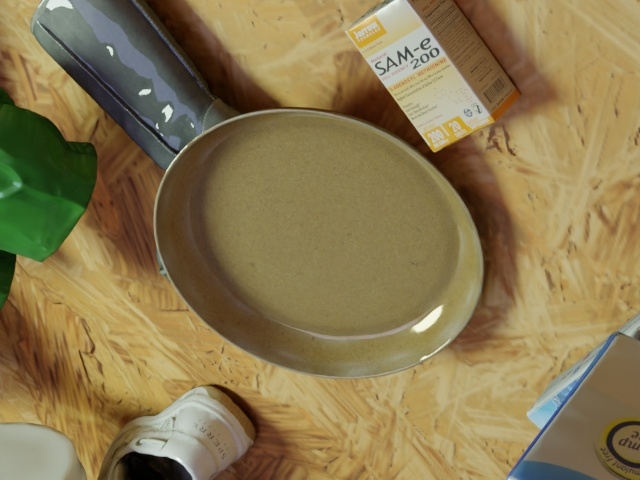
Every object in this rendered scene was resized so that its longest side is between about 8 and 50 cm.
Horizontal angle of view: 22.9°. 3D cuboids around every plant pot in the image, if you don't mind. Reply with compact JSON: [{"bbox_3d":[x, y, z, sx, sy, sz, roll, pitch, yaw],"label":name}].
[{"bbox_3d":[0.000,0.000,1.110,0.236,0.032,0.236,8,128,11],"label":"plant pot"}]

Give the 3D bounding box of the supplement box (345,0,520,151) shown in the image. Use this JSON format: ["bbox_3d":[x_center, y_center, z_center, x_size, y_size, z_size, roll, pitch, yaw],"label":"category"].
[{"bbox_3d":[0.070,-0.111,0.990,0.098,0.036,0.062,52,141,-10],"label":"supplement box"}]

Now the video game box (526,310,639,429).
[{"bbox_3d":[0.263,0.136,1.035,0.205,0.048,0.187,43,141,2],"label":"video game box"}]

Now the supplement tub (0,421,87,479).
[{"bbox_3d":[-0.282,0.349,1.439,0.228,0.228,0.316,9,119,37],"label":"supplement tub"}]

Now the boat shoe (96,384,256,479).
[{"bbox_3d":[-0.161,0.220,1.462,0.098,0.096,0.277,44,143,0],"label":"boat shoe"}]

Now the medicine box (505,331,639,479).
[{"bbox_3d":[0.247,0.246,0.993,0.263,0.149,0.289,26,139,21],"label":"medicine box"}]

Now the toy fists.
[{"bbox_3d":[-0.289,-0.020,1.208,0.142,0.096,0.279,19,141,-28],"label":"toy fists"}]

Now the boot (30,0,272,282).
[{"bbox_3d":[-0.136,-0.088,1.172,0.208,0.076,0.189,38,128,-3],"label":"boot"}]
